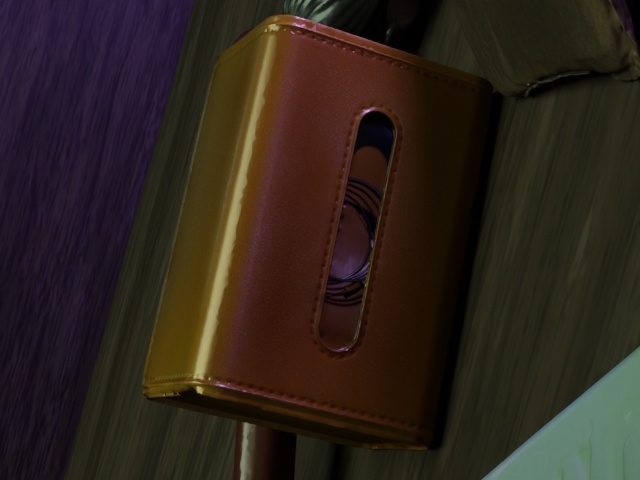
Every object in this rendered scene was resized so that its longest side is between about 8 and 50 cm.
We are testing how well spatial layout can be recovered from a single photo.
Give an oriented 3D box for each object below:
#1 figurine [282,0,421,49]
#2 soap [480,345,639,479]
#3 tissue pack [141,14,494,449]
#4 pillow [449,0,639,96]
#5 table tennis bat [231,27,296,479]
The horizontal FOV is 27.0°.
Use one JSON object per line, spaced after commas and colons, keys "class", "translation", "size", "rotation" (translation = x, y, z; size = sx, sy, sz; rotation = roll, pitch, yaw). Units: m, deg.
{"class": "figurine", "translation": [0.058, -0.240, 1.162], "size": [0.245, 0.110, 0.138], "rotation": [-54, 37, 34]}
{"class": "soap", "translation": [0.142, 0.146, 0.573], "size": [0.265, 0.088, 0.159], "rotation": [125, 154, -50]}
{"class": "tissue pack", "translation": [0.000, 0.000, 0.977], "size": [0.145, 0.194, 0.274], "rotation": [156, 127, -69]}
{"class": "pillow", "translation": [0.133, -0.158, 0.855], "size": [0.135, 0.034, 0.211], "rotation": [63, 167, -10]}
{"class": "table tennis bat", "translation": [-0.039, 0.012, 1.146], "size": [0.268, 0.051, 0.414], "rotation": [51, -142, -64]}
